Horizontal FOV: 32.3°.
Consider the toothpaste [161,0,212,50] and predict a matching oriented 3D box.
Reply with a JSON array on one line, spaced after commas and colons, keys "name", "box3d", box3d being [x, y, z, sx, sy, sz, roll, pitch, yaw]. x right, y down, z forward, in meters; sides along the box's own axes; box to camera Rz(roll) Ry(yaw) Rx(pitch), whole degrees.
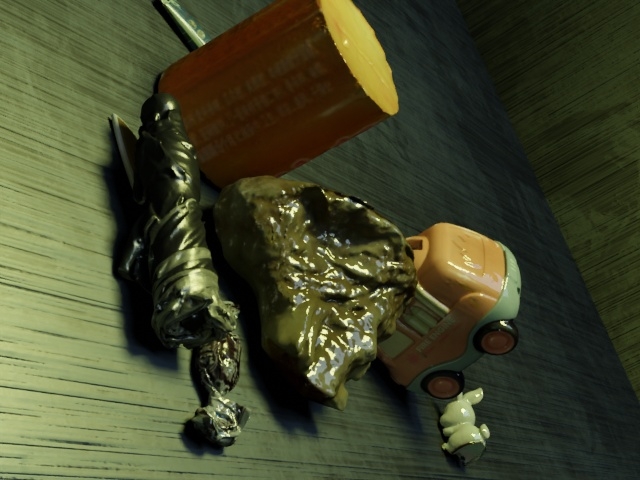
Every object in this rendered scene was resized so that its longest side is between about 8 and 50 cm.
[{"name": "toothpaste", "box3d": [-0.194, -0.321, 1.794, 0.197, 0.034, 0.057, 50, 18, -14]}]

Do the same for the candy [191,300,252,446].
[{"name": "candy", "box3d": [-0.126, 0.150, 1.345, 0.094, 0.051, 0.226, 39, 30, -34]}]

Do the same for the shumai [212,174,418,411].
[{"name": "shumai", "box3d": [-0.022, 0.086, 1.565, 0.346, 0.217, 0.283, 28, 69, -36]}]

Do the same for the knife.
[{"name": "knife", "box3d": [-0.221, -0.056, 1.434, 0.046, 0.022, 0.256, 4, 58, -56]}]

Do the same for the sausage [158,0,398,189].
[{"name": "sausage", "box3d": [-0.060, -0.222, 1.629, 0.233, 0.287, 0.233, 49, 26, -34]}]

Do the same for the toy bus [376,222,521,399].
[{"name": "toy bus", "box3d": [0.178, 0.102, 1.776, 0.232, 0.287, 0.194, 30, 38, -22]}]

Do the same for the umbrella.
[{"name": "umbrella", "box3d": [-0.188, -0.030, 1.371, 0.113, 0.106, 0.358, 41, 29, -53]}]

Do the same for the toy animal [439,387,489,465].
[{"name": "toy animal", "box3d": [0.239, 0.310, 1.884, 0.071, 0.085, 0.124, 21, 35, -31]}]
